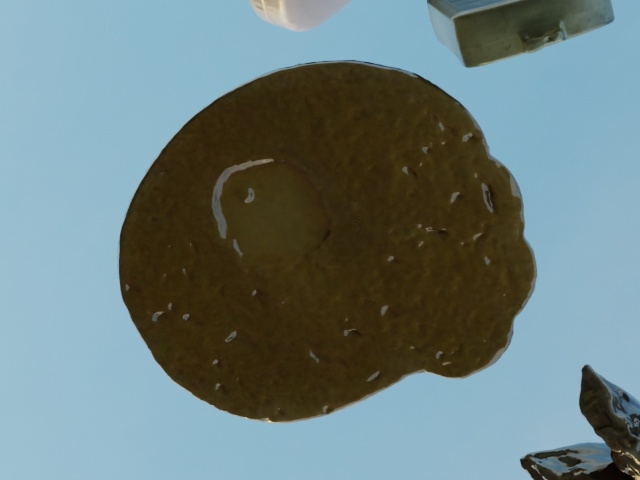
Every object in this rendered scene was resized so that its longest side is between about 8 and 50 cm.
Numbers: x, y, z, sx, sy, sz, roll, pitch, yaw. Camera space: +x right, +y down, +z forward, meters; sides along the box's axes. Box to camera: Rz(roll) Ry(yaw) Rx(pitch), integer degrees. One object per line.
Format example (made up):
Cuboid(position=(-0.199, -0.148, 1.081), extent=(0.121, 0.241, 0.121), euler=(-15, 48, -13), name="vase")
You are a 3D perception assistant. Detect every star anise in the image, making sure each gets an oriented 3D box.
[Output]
Cuboid(position=(0.245, 0.152, 1.205), extent=(0.231, 0.209, 0.089), euler=(-56, -171, 24), name="star anise")

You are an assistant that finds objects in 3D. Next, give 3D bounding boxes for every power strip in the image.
Cuboid(position=(0.102, -0.125, 1.016), extent=(0.227, 0.080, 0.029), euler=(-98, 171, -80), name="power strip")

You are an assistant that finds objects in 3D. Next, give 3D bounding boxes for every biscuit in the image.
Cuboid(position=(0.000, 0.000, 0.974), extent=(0.049, 0.208, 0.181), euler=(-106, 177, -84), name="biscuit")

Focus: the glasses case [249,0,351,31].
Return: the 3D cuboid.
Cuboid(position=(0.043, -0.263, 1.353), extent=(0.075, 0.113, 0.297), euler=(23, -126, 24), name="glasses case")
